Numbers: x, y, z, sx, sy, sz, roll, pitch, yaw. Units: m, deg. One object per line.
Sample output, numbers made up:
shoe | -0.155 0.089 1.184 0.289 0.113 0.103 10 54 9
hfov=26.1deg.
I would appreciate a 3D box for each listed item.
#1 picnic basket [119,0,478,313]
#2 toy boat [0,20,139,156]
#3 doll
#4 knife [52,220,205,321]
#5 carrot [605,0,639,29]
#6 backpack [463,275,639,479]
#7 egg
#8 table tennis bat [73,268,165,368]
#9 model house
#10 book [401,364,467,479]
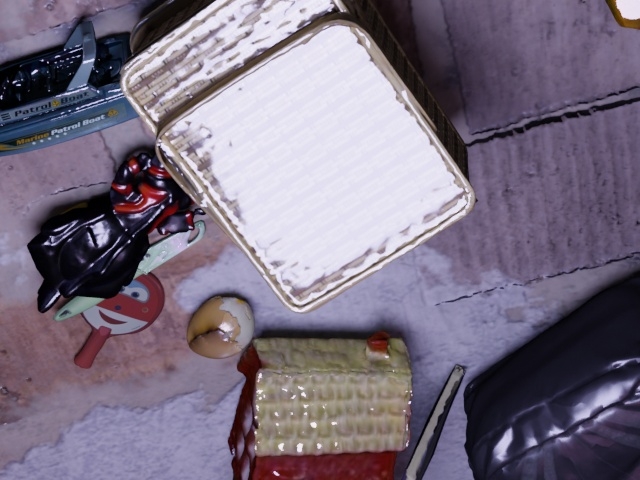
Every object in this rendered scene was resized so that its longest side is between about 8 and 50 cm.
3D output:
picnic basket | -0.021 -0.119 1.323 0.228 0.175 0.313 -31 106 14
toy boat | -0.287 -0.140 1.366 0.246 0.093 0.103 -16 137 3
doll | -0.218 -0.014 1.492 0.127 0.088 0.249 43 102 -12
knife | -0.217 0.035 1.559 0.207 0.014 0.030 -31 121 6
carrot | 0.414 -0.292 1.397 0.260 0.070 0.070 -26 128 9
backpack | 0.402 0.265 1.723 0.363 0.255 0.445 -34 118 19
egg | -0.118 0.103 1.607 0.083 0.071 0.071 -23 131 31
table tennis bat | -0.244 0.089 1.606 0.098 0.019 0.154 22 118 -25
model house | -0.003 0.208 1.656 0.196 0.160 0.254 3 125 -13
book | 0.118 0.274 1.696 0.026 0.231 0.157 24 125 9
